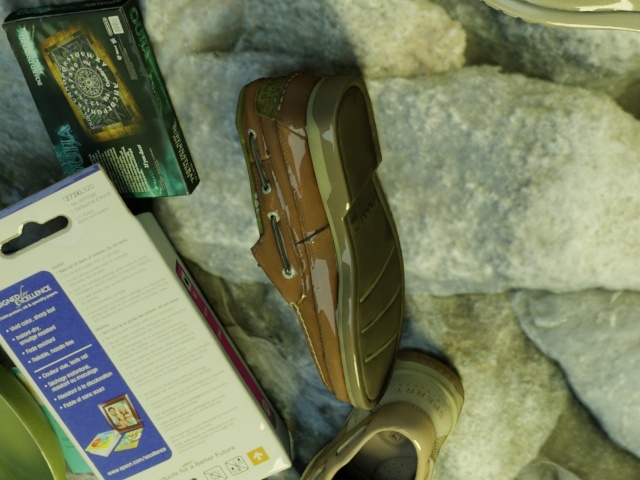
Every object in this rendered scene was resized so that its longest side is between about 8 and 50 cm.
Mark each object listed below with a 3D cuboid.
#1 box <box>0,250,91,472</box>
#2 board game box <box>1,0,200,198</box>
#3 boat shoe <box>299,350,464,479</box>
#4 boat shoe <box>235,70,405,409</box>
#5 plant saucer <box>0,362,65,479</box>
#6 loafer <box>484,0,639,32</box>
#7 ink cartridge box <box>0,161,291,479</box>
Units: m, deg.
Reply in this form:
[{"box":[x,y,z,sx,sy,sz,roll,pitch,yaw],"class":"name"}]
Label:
[{"box":[-0.252,0.122,1.423,0.100,0.060,0.244,-9,120,28],"class":"box"},{"box":[-0.192,-0.120,1.245,0.126,0.026,0.186,-2,123,25],"class":"board game box"},{"box":[0.034,0.253,1.364,0.121,0.110,0.341,23,129,6],"class":"boat shoe"},{"box":[0.000,0.000,1.209,0.104,0.111,0.307,4,116,25],"class":"boat shoe"},{"box":[-0.345,0.185,1.482,0.241,0.037,0.241,32,145,26],"class":"plant saucer"},{"box":[0.216,-0.197,0.975,0.268,0.102,0.092,12,127,3],"class":"loafer"},{"box":[-0.186,0.101,1.330,0.175,0.069,0.371,-25,118,9],"class":"ink cartridge box"}]
